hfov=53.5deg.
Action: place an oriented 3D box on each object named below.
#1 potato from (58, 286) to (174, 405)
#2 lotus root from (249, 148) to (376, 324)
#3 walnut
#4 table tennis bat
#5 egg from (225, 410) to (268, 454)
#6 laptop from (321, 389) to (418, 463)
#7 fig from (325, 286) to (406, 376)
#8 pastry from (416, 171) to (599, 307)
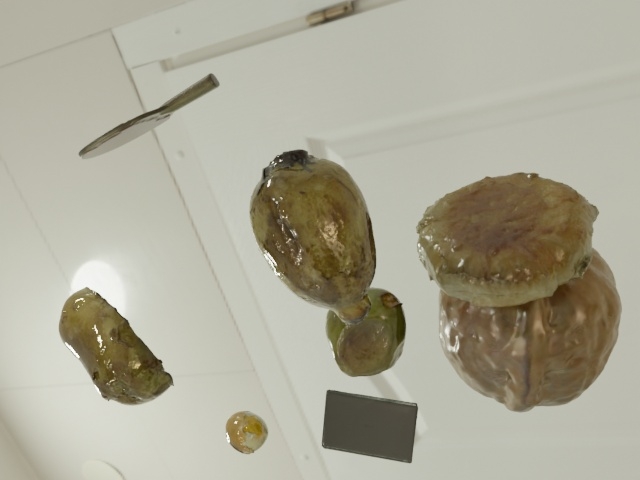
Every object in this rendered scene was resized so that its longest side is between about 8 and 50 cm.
[{"bbox_3d":[-0.291,0.153,0.863,0.081,0.200,0.164,-40,-39,-24],"label":"potato"},{"bbox_3d":[0.000,0.000,0.723,0.214,0.138,0.138,61,-155,-3],"label":"lotus root"},{"bbox_3d":[0.357,0.144,1.126,0.306,0.305,0.344,-70,-17,-49],"label":"walnut"},{"bbox_3d":[-0.247,-0.174,0.916,0.022,0.234,0.131,61,-163,-7],"label":"table tennis bat"},{"bbox_3d":[-0.135,0.342,1.143,0.071,0.083,0.071,-29,-45,-34],"label":"egg"},{"bbox_3d":[0.094,0.360,1.227,0.016,0.180,0.129,-50,-34,-74],"label":"laptop"},{"bbox_3d":[0.079,0.148,1.070,0.154,0.144,0.166,-52,-11,-38],"label":"fig"},{"bbox_3d":[0.272,0.003,0.946,0.236,0.256,0.121,-44,-48,-26],"label":"pastry"}]
